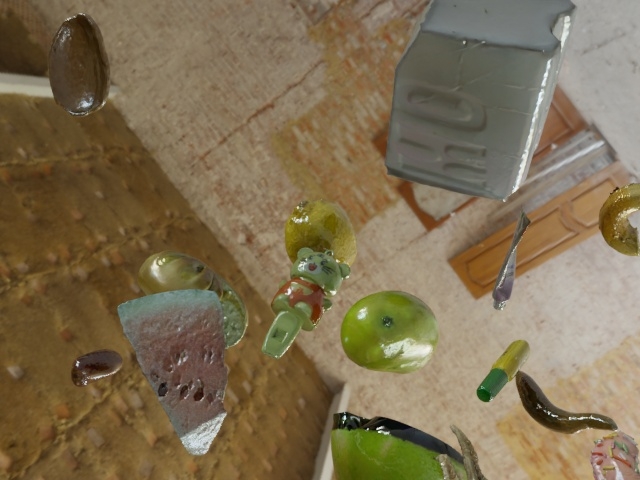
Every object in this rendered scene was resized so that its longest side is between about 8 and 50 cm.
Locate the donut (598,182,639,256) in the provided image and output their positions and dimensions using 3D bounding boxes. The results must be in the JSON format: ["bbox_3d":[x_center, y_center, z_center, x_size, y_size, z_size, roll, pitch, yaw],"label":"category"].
[{"bbox_3d":[0.715,-0.048,1.393,0.146,0.181,0.078,37,-139,9],"label":"donut"}]

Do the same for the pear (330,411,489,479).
[{"bbox_3d":[0.174,0.538,1.306,0.399,0.165,0.399,24,152,14],"label":"pear"}]

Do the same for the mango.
[{"bbox_3d":[0.155,0.191,1.263,0.273,0.185,0.149,22,-148,-47],"label":"mango"}]

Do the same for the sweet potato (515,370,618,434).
[{"bbox_3d":[0.634,0.461,1.657,0.079,0.108,0.346,31,176,-33],"label":"sweet potato"}]

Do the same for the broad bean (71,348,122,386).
[{"bbox_3d":[-0.657,0.368,1.784,0.114,0.084,0.165,31,-157,30],"label":"broad bean"}]

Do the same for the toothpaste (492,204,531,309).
[{"bbox_3d":[0.499,0.057,1.592,0.048,0.301,0.075,18,-146,21],"label":"toothpaste"}]

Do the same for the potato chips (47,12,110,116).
[{"bbox_3d":[-0.490,-0.356,1.250,0.049,0.150,0.202,-7,-91,-66],"label":"potato chips"}]

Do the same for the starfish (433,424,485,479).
[{"bbox_3d":[0.271,0.456,0.925,0.302,0.060,0.299,41,-152,-28],"label":"starfish"}]

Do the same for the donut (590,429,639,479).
[{"bbox_3d":[0.654,0.489,1.200,0.233,0.085,0.199,29,-144,11],"label":"donut"}]

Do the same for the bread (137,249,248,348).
[{"bbox_3d":[-0.337,0.143,1.639,0.333,0.160,0.333,39,173,6],"label":"bread"}]

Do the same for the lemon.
[{"bbox_3d":[0.000,0.000,1.678,0.204,0.204,0.260,-103,-11,-60],"label":"lemon"}]

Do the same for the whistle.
[{"bbox_3d":[-0.040,0.128,1.318,0.131,0.288,0.106,23,148,15],"label":"whistle"}]

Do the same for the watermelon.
[{"bbox_3d":[-0.203,0.198,0.916,0.094,0.154,0.241,90,162,-62],"label":"watermelon"}]

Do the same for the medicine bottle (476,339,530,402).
[{"bbox_3d":[0.497,0.357,1.650,0.064,0.095,0.260,37,-142,20],"label":"medicine bottle"}]

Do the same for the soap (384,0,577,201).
[{"bbox_3d":[0.324,-0.318,1.330,0.350,0.213,0.435,21,146,16],"label":"soap"}]
